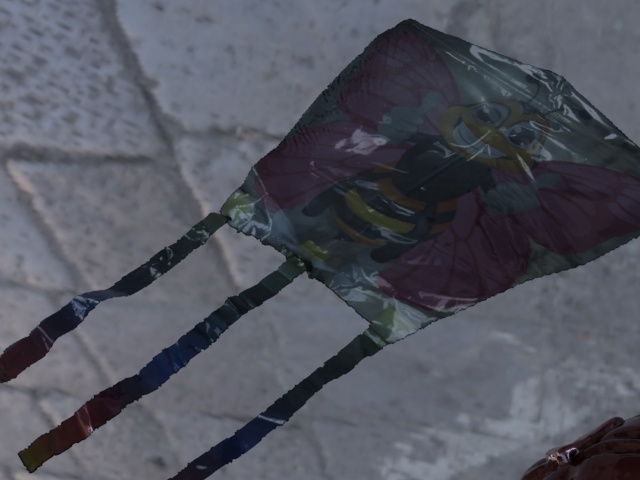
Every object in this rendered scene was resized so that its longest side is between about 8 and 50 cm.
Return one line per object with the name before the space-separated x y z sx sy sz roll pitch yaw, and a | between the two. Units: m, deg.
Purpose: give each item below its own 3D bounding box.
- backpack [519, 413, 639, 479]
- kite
backpack | 0.215 0.186 0.820 0.229 0.139 0.229 11 137 10
kite | 0.000 0.003 0.674 0.204 0.360 0.022 39 147 33
